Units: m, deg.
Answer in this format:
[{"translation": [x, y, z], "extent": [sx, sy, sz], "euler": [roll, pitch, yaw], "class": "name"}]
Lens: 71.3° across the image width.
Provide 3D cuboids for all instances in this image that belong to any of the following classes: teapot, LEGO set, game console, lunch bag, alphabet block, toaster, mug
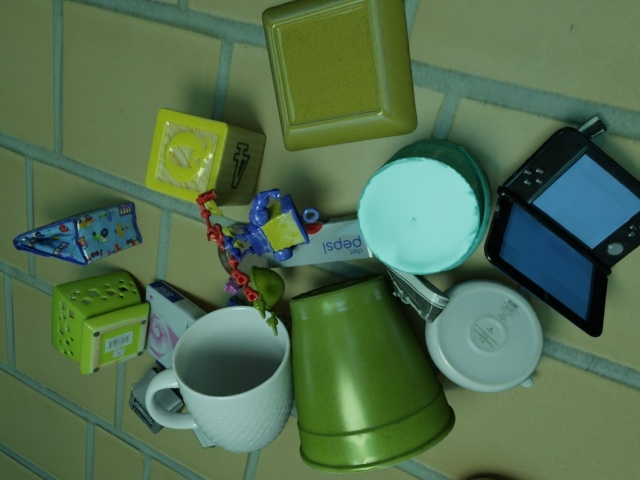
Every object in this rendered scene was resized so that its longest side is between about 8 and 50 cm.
[{"translation": [0.343, 0.205, 0.987], "extent": [0.253, 0.187, 0.255], "euler": [-4, 78, 5], "class": "teapot"}, {"translation": [-0.204, 0.207, 1.258], "extent": [0.227, 0.093, 0.087], "euler": [39, 117, 7], "class": "LEGO set"}, {"translation": [0.480, -0.014, 0.818], "extent": [0.293, 0.173, 0.250], "euler": [34, 117, -10], "class": "game console"}, {"translation": [-0.735, -0.025, 1.334], "extent": [0.294, 0.221, 0.138], "euler": [1, 107, 23], "class": "lunch bag"}, {"translation": [-0.272, -0.196, 1.082], "extent": [0.193, 0.197, 0.193], "euler": [16, 100, 18], "class": "alphabet block"}, {"translation": [-0.537, 0.532, 1.467], "extent": [0.186, 0.110, 0.168], "euler": [44, 140, 7], "class": "toaster"}, {"translation": [-0.249, 0.385, 1.136], "extent": [0.375, 0.276, 0.327], "euler": [-8, 128, -7], "class": "mug"}]

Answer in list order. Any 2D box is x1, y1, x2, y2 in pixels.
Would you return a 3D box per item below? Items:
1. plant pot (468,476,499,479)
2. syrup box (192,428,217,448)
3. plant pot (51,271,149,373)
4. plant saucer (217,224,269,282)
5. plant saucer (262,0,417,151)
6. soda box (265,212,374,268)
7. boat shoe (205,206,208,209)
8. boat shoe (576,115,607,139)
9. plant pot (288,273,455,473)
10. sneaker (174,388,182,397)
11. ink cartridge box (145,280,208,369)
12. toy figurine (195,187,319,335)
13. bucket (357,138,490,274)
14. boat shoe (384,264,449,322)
[{"translation": [0.418, 0.708, 1.101], "extent": [0.285, 0.191, 0.283], "euler": [7, 110, 20], "class": "plant pot"}, {"translation": [-0.283, 0.575, 1.406], "extent": [0.237, 0.096, 0.093], "euler": [-23, 98, 27], "class": "syrup box"}, {"translation": [-0.657, 0.254, 1.357], "extent": [0.207, 0.228, 0.227], "euler": [33, 119, 32], "class": "plant pot"}, {"translation": [-0.209, 0.036, 1.242], "extent": [0.169, 0.029, 0.168], "euler": [6, 108, 21], "class": "plant saucer"}, {"translation": [0.025, -0.378, 0.985], "extent": [0.333, 0.081, 0.332], "euler": [-4, 105, 23], "class": "plant saucer"}, {"translation": [0.000, 0.000, 1.108], "extent": [0.287, 0.091, 0.097], "euler": [-7, 103, 25], "class": "soda box"}, {"translation": [-0.307, -0.124, 1.231], "extent": [0.035, 0.035, 0.100], "euler": [37, 123, 5], "class": "boat shoe"}, {"translation": [0.492, -0.188, 0.870], "extent": [0.125, 0.046, 0.038], "euler": [-39, 84, 19], "class": "boat shoe"}, {"translation": [0.085, 0.272, 1.042], "extent": [0.367, 0.367, 0.352], "euler": [-16, 88, 26], "class": "plant pot"}, {"translation": [-0.476, 0.479, 1.489], "extent": [0.069, 0.038, 0.098], "euler": [35, 116, 8], "class": "sneaker"}, {"translation": [-0.425, 0.335, 1.362], "extent": [0.324, 0.072, 0.329], "euler": [25, 114, 31], "class": "ink cartridge box"}, {"translation": [-0.087, 0.014, 0.984], "extent": [0.217, 0.191, 0.362], "euler": [-27, 128, -1], "class": "toy figurine"}, {"translation": [0.219, -0.068, 0.942], "extent": [0.282, 0.183, 0.280], "euler": [8, 111, 21], "class": "bucket"}, {"translation": [0.189, 0.099, 0.971], "extent": [0.078, 0.219, 0.070], "euler": [22, 103, -27], "class": "boat shoe"}]
